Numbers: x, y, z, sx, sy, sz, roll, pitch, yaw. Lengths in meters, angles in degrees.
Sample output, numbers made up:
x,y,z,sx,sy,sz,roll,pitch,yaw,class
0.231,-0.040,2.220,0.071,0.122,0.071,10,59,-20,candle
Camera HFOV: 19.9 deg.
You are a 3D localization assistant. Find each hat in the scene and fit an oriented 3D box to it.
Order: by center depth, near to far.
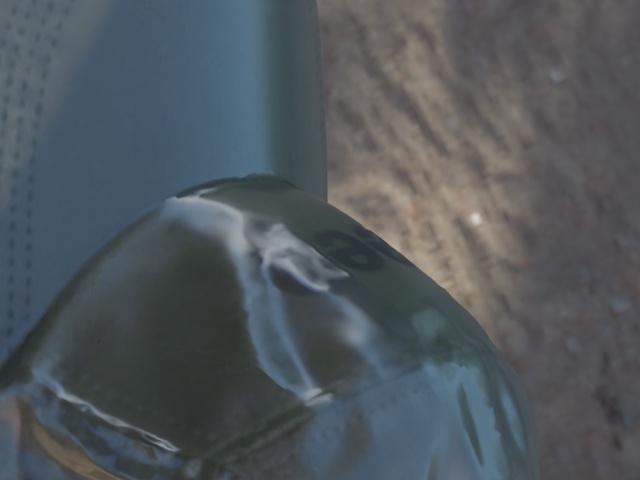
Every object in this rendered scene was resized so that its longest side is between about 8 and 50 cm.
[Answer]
x,y,z,sx,sy,sz,roll,pitch,yaw,class
0.000,0.000,0.508,0.214,0.149,0.244,-12,113,-61,hat
